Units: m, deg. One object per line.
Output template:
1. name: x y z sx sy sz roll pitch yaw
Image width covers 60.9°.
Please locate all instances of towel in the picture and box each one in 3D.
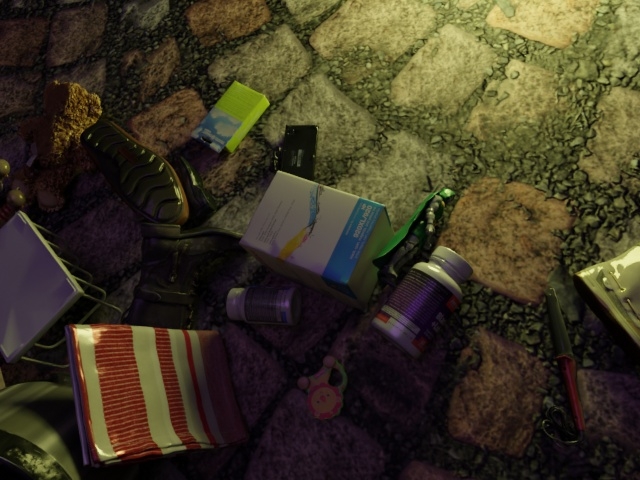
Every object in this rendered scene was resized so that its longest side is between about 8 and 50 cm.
1. towel: -0.272 0.257 0.951 0.037 0.329 0.237 -35 61 24

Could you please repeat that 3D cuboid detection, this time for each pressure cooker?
1. pressure cooker: -0.496 0.425 0.908 0.370 0.420 0.375 -1 90 -4

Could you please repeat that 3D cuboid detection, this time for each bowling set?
1. bowling set: -0.802 -0.063 1.276 0.287 0.200 0.154 49 114 18

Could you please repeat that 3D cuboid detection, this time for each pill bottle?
1. pill bottle: -0.113 0.129 1.088 0.137 0.078 0.078 1 69 16
2. pill bottle: 0.189 0.109 0.991 0.108 0.108 0.193 35 82 25

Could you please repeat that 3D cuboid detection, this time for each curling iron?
1. curling iron: 0.405 0.212 0.927 0.068 0.035 0.274 -1 68 15

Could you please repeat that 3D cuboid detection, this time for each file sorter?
1. file sorter: -0.604 0.115 1.184 0.193 0.173 0.278 -46 64 -5

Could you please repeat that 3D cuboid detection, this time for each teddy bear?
1. teddy bear: -0.673 -0.234 1.399 0.245 0.113 0.337 -4 75 22

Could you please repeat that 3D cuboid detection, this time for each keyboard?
1. keyboard: -0.063 -0.183 1.234 0.108 0.023 0.180 2 68 10

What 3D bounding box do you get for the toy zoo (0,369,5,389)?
1. toy zoo: -0.760 0.316 1.158 0.293 0.030 0.192 -30 75 31

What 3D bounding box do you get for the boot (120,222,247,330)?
1. boot: -0.272 0.083 1.139 0.263 0.091 0.228 5 92 -19

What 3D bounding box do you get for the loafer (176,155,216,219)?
1. loafer: -0.304 -0.123 1.259 0.061 0.062 0.170 -34 62 6

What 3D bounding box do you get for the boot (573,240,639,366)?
1. boot: 0.555 0.106 0.905 0.165 0.077 0.213 -29 61 1

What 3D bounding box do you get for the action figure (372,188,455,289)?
1. action figure: 0.189 -0.016 1.047 0.063 0.137 0.232 31 70 20

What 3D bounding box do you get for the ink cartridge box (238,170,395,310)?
1. ink cartridge box: 0.000 0.000 1.056 0.233 0.171 0.168 20 75 22

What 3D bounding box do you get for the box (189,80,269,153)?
1. box: -0.218 -0.291 1.311 0.109 0.042 0.178 32 80 26

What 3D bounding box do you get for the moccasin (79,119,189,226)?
1. moccasin: -0.428 -0.136 1.267 0.380 0.147 0.139 33 66 29

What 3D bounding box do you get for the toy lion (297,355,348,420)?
1. toy lion: 0.012 0.281 1.018 0.100 0.034 0.096 -40 70 -3
